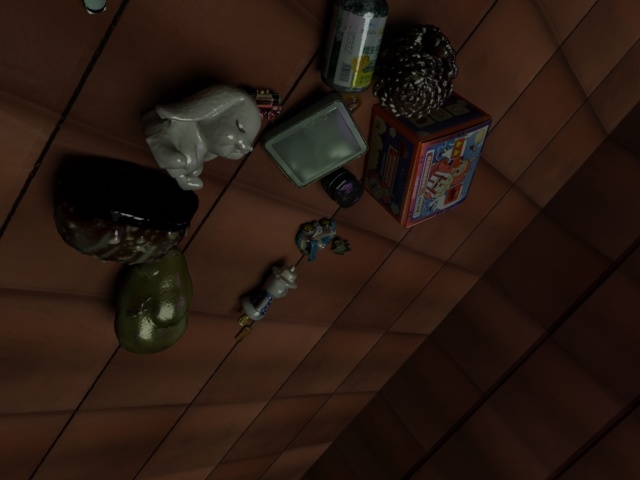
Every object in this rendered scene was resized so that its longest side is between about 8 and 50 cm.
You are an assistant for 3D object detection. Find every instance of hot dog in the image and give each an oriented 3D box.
[{"bbox_3d":[0.058,-0.402,1.550,0.140,0.060,0.090,-42,141,-10],"label":"hot dog"},{"bbox_3d":[-0.304,0.367,2.067,0.037,0.021,0.083,36,105,-33],"label":"hot dog"}]

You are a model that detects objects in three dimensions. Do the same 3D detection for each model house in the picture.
[{"bbox_3d":[0.075,0.028,2.036,0.058,0.057,0.083,-24,171,22],"label":"model house"}]

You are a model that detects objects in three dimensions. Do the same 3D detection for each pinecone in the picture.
[{"bbox_3d":[0.274,-0.490,1.490,0.246,0.246,0.292,91,19,-47],"label":"pinecone"}]

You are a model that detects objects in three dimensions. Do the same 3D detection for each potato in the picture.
[{"bbox_3d":[-0.489,0.171,1.545,0.218,0.202,0.351,4,113,-31],"label":"potato"}]

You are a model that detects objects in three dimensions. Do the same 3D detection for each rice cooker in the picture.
[{"bbox_3d":[0.075,-0.179,1.763,0.112,0.106,0.165,-43,141,4],"label":"rice cooker"}]

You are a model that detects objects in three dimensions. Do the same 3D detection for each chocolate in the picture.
[{"bbox_3d":[-0.486,-0.050,1.290,0.340,0.225,0.210,8,131,-47],"label":"chocolate"}]

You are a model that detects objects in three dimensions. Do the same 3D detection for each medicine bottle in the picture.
[{"bbox_3d":[0.092,-0.543,1.355,0.141,0.141,0.293,-16,137,-30],"label":"medicine bottle"}]

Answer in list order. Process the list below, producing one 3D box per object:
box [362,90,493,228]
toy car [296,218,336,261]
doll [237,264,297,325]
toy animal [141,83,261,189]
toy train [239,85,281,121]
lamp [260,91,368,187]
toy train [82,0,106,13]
[{"bbox_3d":[0.353,-0.287,1.774,0.318,0.257,0.349,-22,141,-26],"label":"box"},{"bbox_3d":[0.000,0.000,1.888,0.161,0.098,0.126,-18,141,-27],"label":"toy car"},{"bbox_3d":[-0.191,0.197,1.910,0.293,0.119,0.138,-47,-173,10],"label":"doll"},{"bbox_3d":[-0.272,-0.270,1.254,0.265,0.206,0.272,-30,168,-2],"label":"toy animal"},{"bbox_3d":[-0.165,-0.362,1.389,0.138,0.050,0.087,-10,131,-36],"label":"toy train"},{"bbox_3d":[-0.012,-0.288,1.561,0.266,0.047,0.269,-29,147,9],"label":"lamp"},{"bbox_3d":[-0.443,-0.520,0.965,0.043,0.047,0.207,-25,140,-19],"label":"toy train"}]
